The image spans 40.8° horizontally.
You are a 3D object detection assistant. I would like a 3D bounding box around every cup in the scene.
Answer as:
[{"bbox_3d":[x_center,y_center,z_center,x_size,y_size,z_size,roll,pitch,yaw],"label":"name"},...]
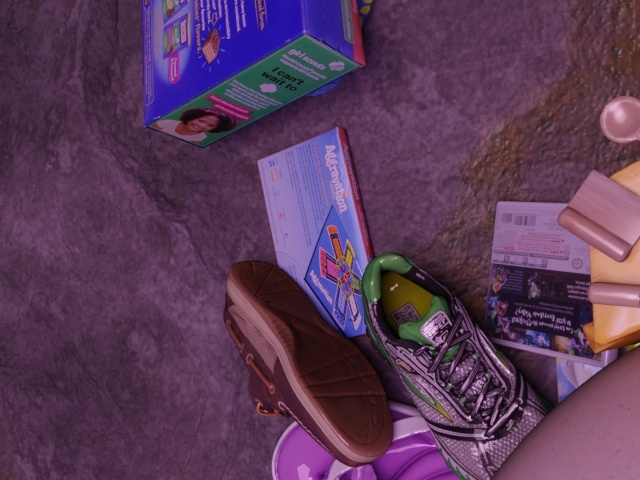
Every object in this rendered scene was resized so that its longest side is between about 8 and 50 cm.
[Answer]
[{"bbox_3d":[0.325,0.224,0.756,0.331,0.331,0.237,19,69,31],"label":"cup"}]

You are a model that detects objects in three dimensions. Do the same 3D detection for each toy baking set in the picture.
[{"bbox_3d":[0.293,-0.034,0.594,0.256,0.030,0.197,9,92,32],"label":"toy baking set"}]

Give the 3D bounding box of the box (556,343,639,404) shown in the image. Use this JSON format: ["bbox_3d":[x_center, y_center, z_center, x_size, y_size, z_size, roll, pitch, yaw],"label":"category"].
[{"bbox_3d":[0.323,0.171,0.967,0.109,0.042,0.178,-6,83,32],"label":"box"}]

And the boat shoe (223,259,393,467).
[{"bbox_3d":[-0.033,0.172,1.113,0.342,0.123,0.123,48,126,35],"label":"boat shoe"}]

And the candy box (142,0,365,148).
[{"bbox_3d":[-0.104,-0.310,1.168,0.317,0.122,0.268,-21,66,40],"label":"candy box"}]

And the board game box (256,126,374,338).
[{"bbox_3d":[0.000,0.000,1.188,0.145,0.027,0.281,-18,78,32],"label":"board game box"}]

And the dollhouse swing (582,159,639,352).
[{"bbox_3d":[0.352,-0.103,0.784,0.315,0.346,0.305,-31,73,27],"label":"dollhouse swing"}]

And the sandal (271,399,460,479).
[{"bbox_3d":[0.109,0.286,1.051,0.416,0.102,0.170,0,84,28],"label":"sandal"}]

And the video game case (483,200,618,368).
[{"bbox_3d":[0.264,0.043,0.979,0.190,0.022,0.173,6,90,58],"label":"video game case"}]

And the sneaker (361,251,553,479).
[{"bbox_3d":[0.147,0.153,0.976,0.134,0.146,0.343,-39,57,-6],"label":"sneaker"}]

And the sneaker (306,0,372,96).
[{"bbox_3d":[0.012,-0.286,1.184,0.078,0.067,0.188,40,111,49],"label":"sneaker"}]
